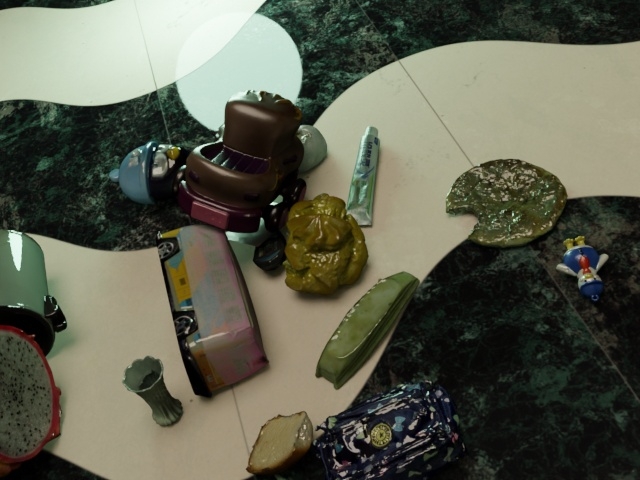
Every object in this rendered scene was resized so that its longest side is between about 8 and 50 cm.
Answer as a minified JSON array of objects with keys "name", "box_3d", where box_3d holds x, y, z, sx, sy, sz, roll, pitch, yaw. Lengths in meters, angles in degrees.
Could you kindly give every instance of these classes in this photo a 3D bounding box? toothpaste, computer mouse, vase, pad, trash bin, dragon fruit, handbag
[{"name":"toothpaste","box_3d":[0.103,-0.153,1.790,0.075,0.048,0.296,-2,52,19]},{"name":"computer mouse","box_3d":[-0.109,0.028,1.703,0.079,0.047,0.135,-23,35,8]},{"name":"vase","box_3d":[-0.316,0.298,1.467,0.081,0.148,0.081,-9,45,9]},{"name":"pad","box_3d":[-0.132,-0.039,1.757,0.113,0.006,0.188,14,36,31]},{"name":"trash bin","box_3d":[-0.724,0.137,1.712,0.277,0.217,0.262,-17,45,-10]},{"name":"dragon fruit","box_3d":[-0.684,0.324,1.493,0.226,0.305,0.305,-15,46,17]},{"name":"handbag","box_3d":[0.113,0.339,1.301,0.260,0.113,0.162,-27,39,7]}]

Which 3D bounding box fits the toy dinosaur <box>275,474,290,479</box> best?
[{"name":"toy dinosaur","box_3d":[0.018,0.490,1.213,0.383,0.076,0.129,33,34,32]}]

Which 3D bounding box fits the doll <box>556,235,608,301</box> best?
[{"name":"doll","box_3d":[0.504,0.057,1.450,0.099,0.057,0.143,-12,52,10]}]

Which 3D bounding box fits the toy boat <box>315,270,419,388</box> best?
[{"name":"toy boat","box_3d":[0.093,0.159,1.506,0.093,0.055,0.293,26,63,33]}]

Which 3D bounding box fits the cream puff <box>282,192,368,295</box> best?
[{"name":"cream puff","box_3d":[0.006,0.000,1.600,0.195,0.194,0.221,-10,51,12]}]

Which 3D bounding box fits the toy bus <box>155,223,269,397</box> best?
[{"name":"toy bus","box_3d":[-0.230,0.123,1.591,0.162,0.171,0.386,-17,45,-9]}]

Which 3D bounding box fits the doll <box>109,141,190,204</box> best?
[{"name":"doll","box_3d":[-0.382,-0.178,1.921,0.314,0.141,0.177,-7,47,8]}]

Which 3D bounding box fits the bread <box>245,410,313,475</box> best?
[{"name":"bread","box_3d":[-0.068,0.368,1.368,0.129,0.044,0.126,-28,29,41]}]

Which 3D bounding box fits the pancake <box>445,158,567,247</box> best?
[{"name":"pancake","box_3d":[0.398,-0.082,1.623,0.254,0.037,0.253,-10,48,11]}]

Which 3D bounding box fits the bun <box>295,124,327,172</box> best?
[{"name":"bun","box_3d":[-0.057,-0.233,1.891,0.141,0.083,0.140,-11,49,13]}]

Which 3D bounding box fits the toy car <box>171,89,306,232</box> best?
[{"name":"toy car","box_3d":[-0.165,-0.184,1.701,0.271,0.240,0.340,20,35,8]}]
